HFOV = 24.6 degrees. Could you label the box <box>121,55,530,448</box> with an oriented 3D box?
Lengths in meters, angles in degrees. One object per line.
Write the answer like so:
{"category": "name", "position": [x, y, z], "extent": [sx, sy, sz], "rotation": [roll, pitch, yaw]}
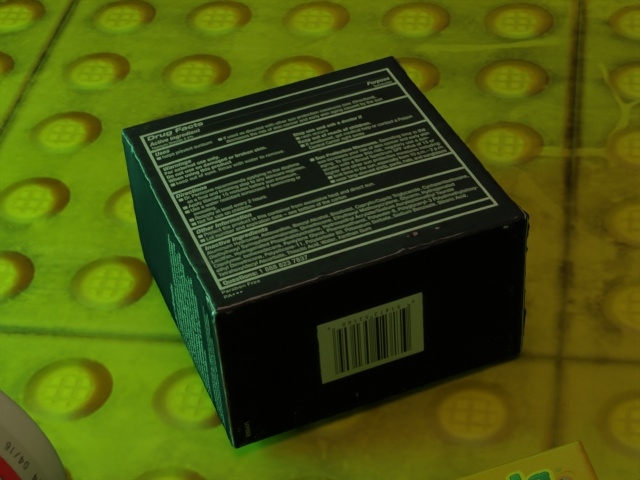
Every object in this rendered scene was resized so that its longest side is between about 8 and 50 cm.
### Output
{"category": "box", "position": [0.000, 0.000, 1.393], "extent": [0.296, 0.183, 0.294], "rotation": [-16, 42, -14]}

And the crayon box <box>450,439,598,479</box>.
{"category": "crayon box", "position": [0.139, 0.278, 1.101], "extent": [0.202, 0.081, 0.319], "rotation": [-18, 40, 0]}

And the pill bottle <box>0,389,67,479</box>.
{"category": "pill bottle", "position": [-0.369, 0.290, 1.062], "extent": [0.229, 0.229, 0.408], "rotation": [9, 42, 18]}
